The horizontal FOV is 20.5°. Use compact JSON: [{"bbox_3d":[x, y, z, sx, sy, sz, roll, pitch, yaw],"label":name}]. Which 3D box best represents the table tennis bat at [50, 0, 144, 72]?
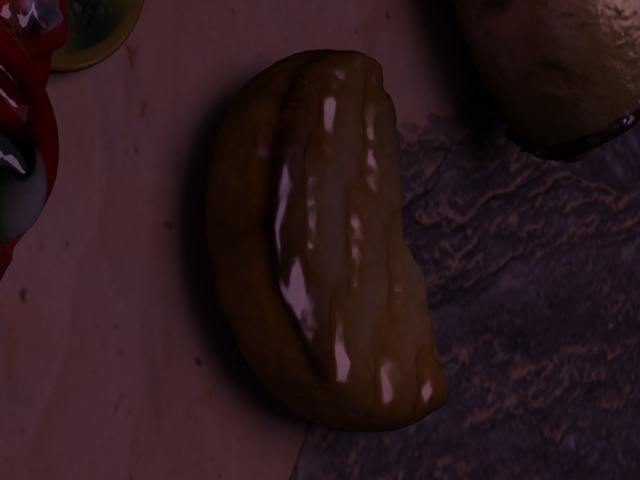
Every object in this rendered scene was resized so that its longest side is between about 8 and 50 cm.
[{"bbox_3d":[-0.211,-0.238,1.077,0.321,0.050,0.198,49,46,-38],"label":"table tennis bat"}]

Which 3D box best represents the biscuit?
[{"bbox_3d":[-0.001,0.000,1.237,0.213,0.091,0.274,0,83,-54],"label":"biscuit"}]

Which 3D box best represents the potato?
[{"bbox_3d":[0.212,-0.225,1.472,0.285,0.242,0.242,-48,119,-29],"label":"potato"}]

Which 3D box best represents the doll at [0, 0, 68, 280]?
[{"bbox_3d":[-0.227,-0.044,0.910,0.183,0.160,0.363,55,41,-28],"label":"doll"}]
